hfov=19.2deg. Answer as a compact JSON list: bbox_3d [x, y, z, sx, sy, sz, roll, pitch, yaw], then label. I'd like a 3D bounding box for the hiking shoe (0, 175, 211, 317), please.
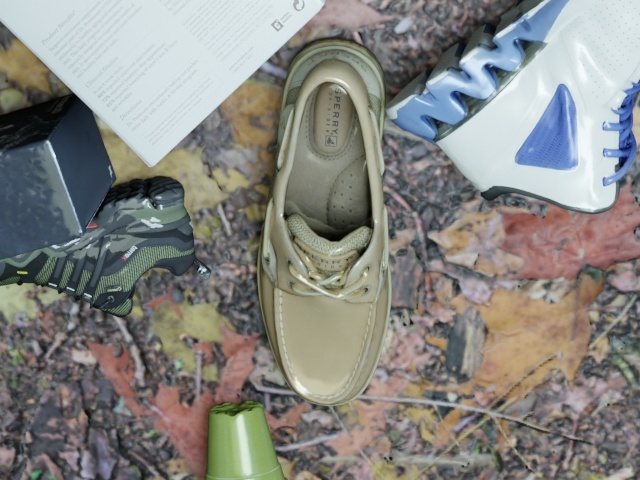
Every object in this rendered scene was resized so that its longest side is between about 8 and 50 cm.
[{"bbox_3d":[-0.216,0.026,1.694,0.226,0.086,0.114,-17,105,9],"label":"hiking shoe"}]

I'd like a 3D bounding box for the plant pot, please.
[{"bbox_3d":[-0.075,0.193,1.759,0.083,0.083,0.079,-6,98,7],"label":"plant pot"}]

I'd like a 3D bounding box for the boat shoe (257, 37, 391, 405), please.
[{"bbox_3d":[0.000,0.000,1.655,0.121,0.110,0.341,0,111,4],"label":"boat shoe"}]

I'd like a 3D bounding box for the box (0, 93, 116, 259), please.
[{"bbox_3d":[-0.275,-0.048,1.633,0.158,0.156,0.093,-15,108,9],"label":"box"}]

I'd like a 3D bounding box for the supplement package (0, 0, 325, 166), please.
[{"bbox_3d":[-0.148,-0.242,1.526,0.199,0.198,0.262,-41,103,18],"label":"supplement package"}]

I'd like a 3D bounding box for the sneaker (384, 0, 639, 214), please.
[{"bbox_3d":[0.229,-0.131,1.578,0.315,0.127,0.182,-33,102,25],"label":"sneaker"}]
